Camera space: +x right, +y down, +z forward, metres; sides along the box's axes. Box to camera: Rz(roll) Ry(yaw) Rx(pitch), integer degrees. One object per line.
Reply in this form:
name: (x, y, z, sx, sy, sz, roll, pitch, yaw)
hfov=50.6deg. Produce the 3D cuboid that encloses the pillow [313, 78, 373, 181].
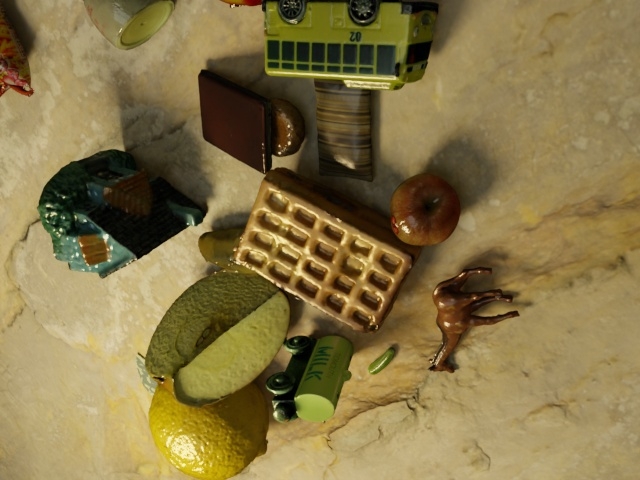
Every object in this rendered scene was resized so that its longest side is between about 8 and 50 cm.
pillow: (0.043, -0.205, 1.222, 0.113, 0.038, 0.203, 11, 122, 23)

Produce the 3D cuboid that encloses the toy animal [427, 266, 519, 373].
toy animal: (0.266, 0.161, 1.287, 0.230, 0.066, 0.224, -26, 120, 28)

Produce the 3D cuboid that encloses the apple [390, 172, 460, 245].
apple: (0.182, -0.053, 1.180, 0.126, 0.126, 0.102, 45, 171, 1)

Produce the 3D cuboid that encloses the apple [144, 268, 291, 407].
apple: (-0.218, 0.204, 1.493, 0.346, 0.179, 0.254, -41, 91, 2)

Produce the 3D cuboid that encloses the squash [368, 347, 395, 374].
squash: (0.132, 0.258, 1.440, 0.027, 0.027, 0.089, 43, 126, 2)

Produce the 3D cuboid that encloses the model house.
model house: (-0.401, -0.052, 1.425, 0.241, 0.261, 0.226, 11, 122, 26)

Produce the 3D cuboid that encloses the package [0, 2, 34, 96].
package: (-0.749, -0.438, 1.516, 0.223, 0.108, 0.288, -9, 104, 39)

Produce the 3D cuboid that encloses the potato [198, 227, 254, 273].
potato: (-0.188, 0.019, 1.457, 0.188, 0.085, 0.105, 8, 114, 33)

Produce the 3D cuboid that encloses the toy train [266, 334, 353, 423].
toy train: (-0.012, 0.282, 1.407, 0.157, 0.253, 0.105, -3, 114, 15)

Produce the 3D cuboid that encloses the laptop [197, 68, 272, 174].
laptop: (-0.164, -0.228, 1.298, 0.207, 0.026, 0.154, 32, 135, 37)

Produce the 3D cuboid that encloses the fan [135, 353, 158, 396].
fan: (-0.437, 0.410, 1.870, 0.240, 0.009, 0.131, 49, 130, -3)

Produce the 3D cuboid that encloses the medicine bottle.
medicine bottle: (-0.367, -0.451, 1.253, 0.143, 0.147, 0.147, 50, 129, -2)

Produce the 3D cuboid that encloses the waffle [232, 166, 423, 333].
waffle: (0.011, 0.018, 1.295, 0.328, 0.098, 0.224, 28, 118, 7)

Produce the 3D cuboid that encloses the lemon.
lemon: (-0.271, 0.426, 1.620, 0.322, 0.268, 0.268, 24, 126, 10)

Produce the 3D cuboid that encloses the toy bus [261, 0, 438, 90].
toy bus: (0.047, -0.322, 1.086, 0.262, 0.128, 0.150, 10, 110, 25)

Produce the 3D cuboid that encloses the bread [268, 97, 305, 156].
bread: (-0.065, -0.210, 1.269, 0.082, 0.060, 0.113, 22, 127, 19)

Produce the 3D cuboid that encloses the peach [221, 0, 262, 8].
peach: (-0.124, -0.513, 1.129, 0.189, 0.068, 0.279, 35, 128, 6)
